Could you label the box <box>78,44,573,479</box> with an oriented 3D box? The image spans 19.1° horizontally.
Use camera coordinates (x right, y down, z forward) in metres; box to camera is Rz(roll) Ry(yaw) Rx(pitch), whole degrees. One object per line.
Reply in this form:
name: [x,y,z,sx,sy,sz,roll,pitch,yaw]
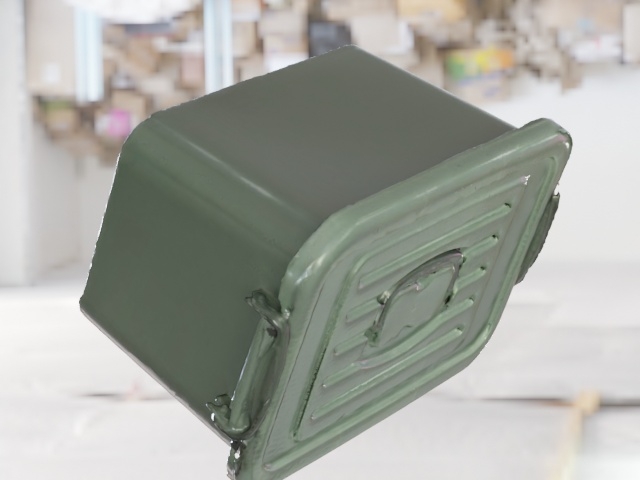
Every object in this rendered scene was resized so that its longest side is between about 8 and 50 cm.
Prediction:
box: [0.000,0.000,0.959,0.135,0.163,0.243,35,-144,25]
